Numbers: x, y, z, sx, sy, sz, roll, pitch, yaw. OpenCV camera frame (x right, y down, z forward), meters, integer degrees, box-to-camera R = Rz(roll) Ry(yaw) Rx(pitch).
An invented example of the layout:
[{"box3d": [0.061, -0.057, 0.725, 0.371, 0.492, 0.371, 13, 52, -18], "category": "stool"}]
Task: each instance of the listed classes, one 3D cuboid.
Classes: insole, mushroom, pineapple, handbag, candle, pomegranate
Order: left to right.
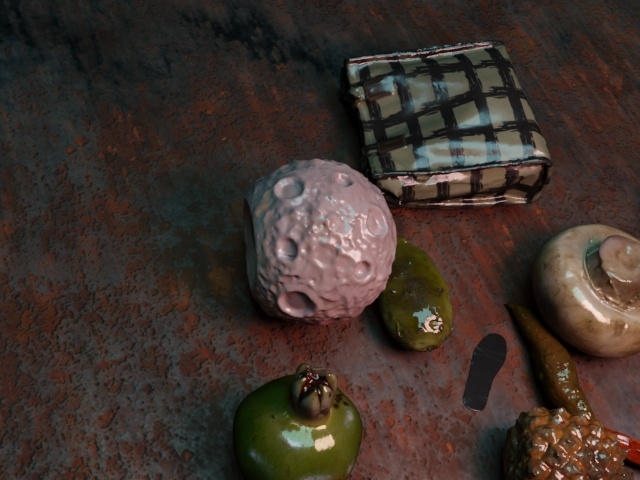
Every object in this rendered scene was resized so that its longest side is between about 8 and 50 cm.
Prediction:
[{"box3d": [-0.037, 0.258, 1.120, 0.179, 0.210, 0.179, -7, 59, 11], "category": "pomegranate"}, {"box3d": [0.220, -0.210, 1.521, 0.327, 0.162, 0.325, -4, 56, -9], "category": "handbag"}, {"box3d": [0.267, 0.211, 1.341, 0.053, 0.002, 0.153, 23, 54, 3], "category": "insole"}, {"box3d": [0.365, 0.328, 1.195, 0.193, 0.166, 0.166, 13, 55, -3], "category": "pineapple"}, {"box3d": [0.471, 0.074, 1.374, 0.255, 0.184, 0.255, 3, 48, -3], "category": "mushroom"}, {"box3d": [0.453, 0.309, 1.287, 0.162, 0.053, 0.048, 22, 85, 10], "category": "candle"}]

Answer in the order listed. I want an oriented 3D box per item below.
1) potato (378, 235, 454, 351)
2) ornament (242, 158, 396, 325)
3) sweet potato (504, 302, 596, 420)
[{"box3d": [0.146, 0.082, 1.347, 0.117, 0.090, 0.225, -8, 52, -11], "category": "potato"}, {"box3d": [0.000, 0.000, 1.266, 0.225, 0.259, 0.259, -4, 58, -11], "category": "ornament"}, {"box3d": [0.374, 0.200, 1.335, 0.067, 0.067, 0.274, -7, 48, -17], "category": "sweet potato"}]
